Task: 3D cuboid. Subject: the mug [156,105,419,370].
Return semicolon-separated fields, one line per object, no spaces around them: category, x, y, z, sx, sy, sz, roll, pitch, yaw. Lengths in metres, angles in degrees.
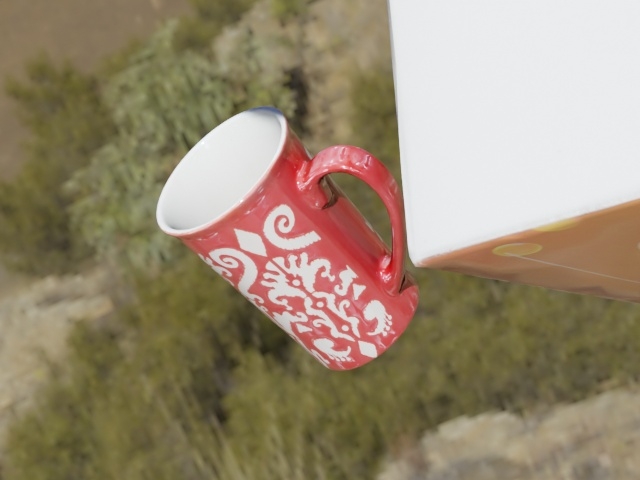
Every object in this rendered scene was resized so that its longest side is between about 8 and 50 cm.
mug;-0.007;0.007;1.228;0.113;0.169;0.150;-53;31;-17

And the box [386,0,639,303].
box;0.215;-0.095;0.546;0.215;0.168;0.345;10;-19;-44
